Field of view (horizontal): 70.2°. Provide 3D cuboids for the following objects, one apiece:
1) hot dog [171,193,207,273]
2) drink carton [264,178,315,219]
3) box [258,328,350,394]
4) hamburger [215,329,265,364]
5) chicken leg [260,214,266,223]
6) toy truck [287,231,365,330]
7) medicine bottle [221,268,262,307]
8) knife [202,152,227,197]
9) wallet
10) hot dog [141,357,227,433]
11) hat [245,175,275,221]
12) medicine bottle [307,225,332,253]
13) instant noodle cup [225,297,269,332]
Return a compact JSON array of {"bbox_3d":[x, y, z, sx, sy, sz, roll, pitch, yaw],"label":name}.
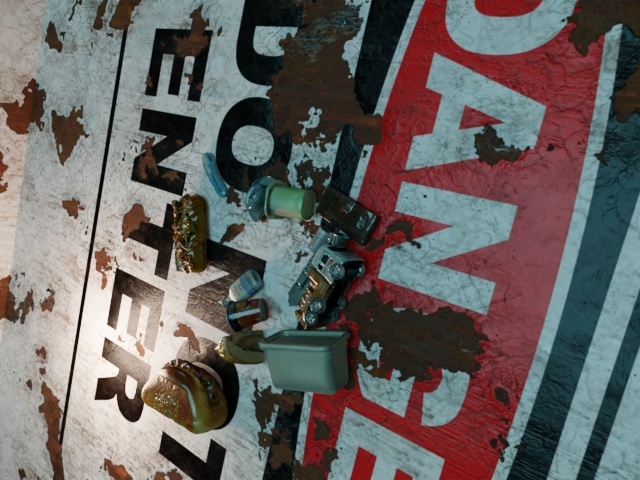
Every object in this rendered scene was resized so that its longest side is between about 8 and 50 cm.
[{"bbox_3d":[-0.564,-0.027,1.942,0.158,0.117,0.349,0,90,32],"label":"hot dog"},{"bbox_3d":[-0.104,-0.138,1.643,0.142,0.144,0.146,12,96,26],"label":"drink carton"},{"bbox_3d":[-0.049,0.421,1.593,0.312,0.175,0.182,-5,96,32],"label":"box"},{"bbox_3d":[-0.320,0.421,1.734,0.155,0.208,0.135,-20,76,26],"label":"hamburger"},{"bbox_3d":[-0.210,-0.105,1.774,0.036,0.021,0.083,37,109,44],"label":"chicken leg"},{"bbox_3d":[0.014,0.130,1.561,0.184,0.133,0.338,42,117,33],"label":"toy truck"},{"bbox_3d":[-0.319,0.202,1.823,0.208,0.054,0.090,-40,73,27],"label":"medicine bottle"},{"bbox_3d":[-0.449,-0.277,1.919,0.064,0.031,0.222,-35,72,23],"label":"knife"},{"bbox_3d":[0.090,-0.089,1.573,0.230,0.042,0.124,38,114,29],"label":"wallet"},{"bbox_3d":[-0.564,0.622,1.900,0.405,0.185,0.223,12,98,32],"label":"hot dog"},{"bbox_3d":[-0.242,-0.164,1.753,0.138,0.078,0.191,44,110,39],"label":"hat"},{"bbox_3d":[0.000,0.000,1.619,0.058,0.058,0.091,42,111,25],"label":"medicine bottle"},{"bbox_3d":[-0.277,0.279,1.756,0.136,0.127,0.127,-16,81,14],"label":"instant noodle cup"}]
